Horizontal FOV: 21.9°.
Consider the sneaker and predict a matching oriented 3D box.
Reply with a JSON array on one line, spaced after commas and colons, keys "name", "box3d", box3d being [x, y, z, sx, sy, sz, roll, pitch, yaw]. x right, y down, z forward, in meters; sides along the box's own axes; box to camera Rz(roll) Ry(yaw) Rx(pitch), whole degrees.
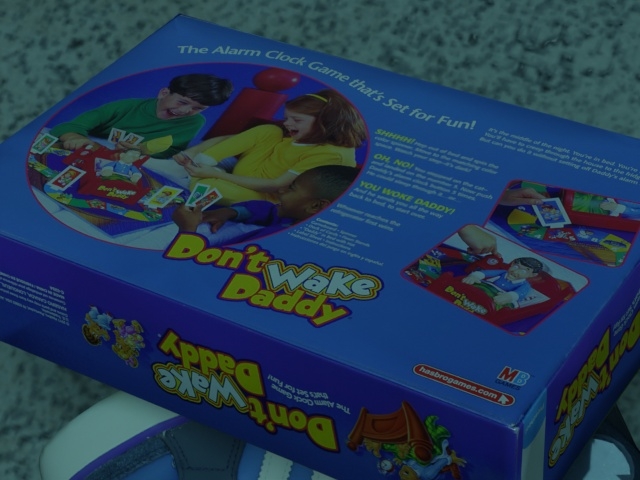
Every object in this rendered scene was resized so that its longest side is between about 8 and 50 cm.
[{"name": "sneaker", "box3d": [0.023, 0.176, 0.874, 0.323, 0.130, 0.236, -14, 66, 0]}]

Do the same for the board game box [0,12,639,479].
[{"name": "board game box", "box3d": [0.000, 0.000, 0.868, 0.347, 0.078, 0.233, 19, 42, 27]}]
